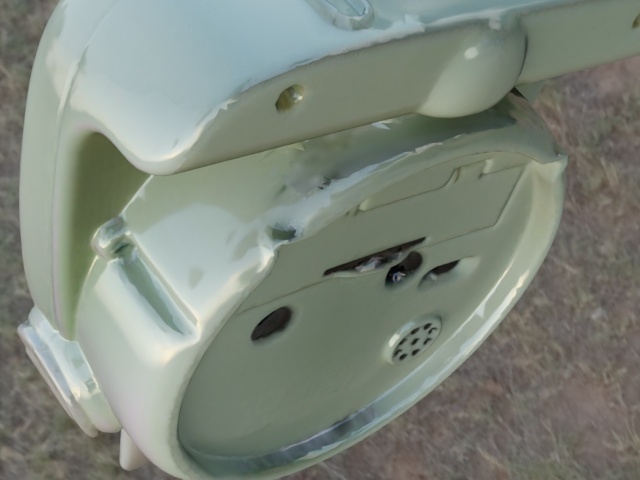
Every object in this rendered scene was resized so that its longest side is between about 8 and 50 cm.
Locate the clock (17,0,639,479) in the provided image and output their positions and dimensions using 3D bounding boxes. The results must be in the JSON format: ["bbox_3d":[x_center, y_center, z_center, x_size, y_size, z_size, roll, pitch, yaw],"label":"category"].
[{"bbox_3d":[0.000,0.000,0.539,0.265,0.324,0.108,-20,55,-34],"label":"clock"}]
